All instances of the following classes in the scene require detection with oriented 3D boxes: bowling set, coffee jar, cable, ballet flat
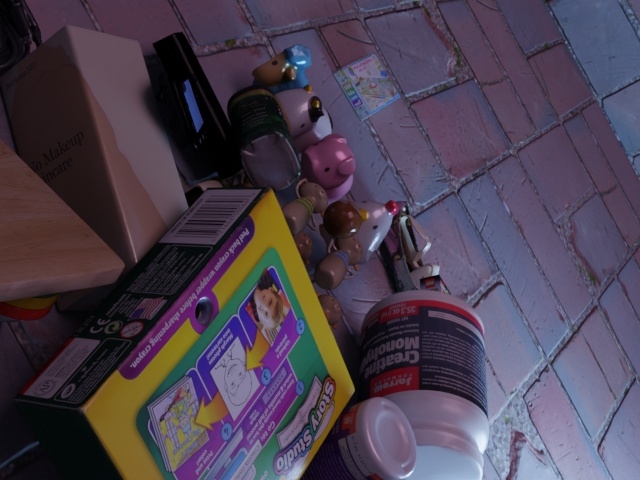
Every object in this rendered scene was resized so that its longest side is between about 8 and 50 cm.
[{"bbox_3d":[0.000,0.000,1.586,0.287,0.200,0.154,60,29,-10],"label":"bowling set"},{"bbox_3d":[-0.083,-0.150,1.577,0.184,0.079,0.096,-110,175,-57],"label":"coffee jar"},{"bbox_3d":[-0.426,-0.287,1.337,0.150,0.047,0.184,-32,96,-53],"label":"cable"},{"bbox_3d":[0.159,0.032,1.890,0.077,0.079,0.221,7,61,-56],"label":"ballet flat"}]

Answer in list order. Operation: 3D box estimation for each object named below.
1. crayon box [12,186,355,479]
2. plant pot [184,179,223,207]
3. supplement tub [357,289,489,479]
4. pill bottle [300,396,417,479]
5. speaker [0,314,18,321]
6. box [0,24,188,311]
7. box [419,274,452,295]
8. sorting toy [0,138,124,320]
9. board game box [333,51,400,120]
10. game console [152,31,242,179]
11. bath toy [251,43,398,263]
[{"bbox_3d":[-0.123,0.170,1.204,0.363,0.106,0.313,-53,133,-42],"label":"crayon box"},{"bbox_3d":[-0.157,-0.021,1.460,0.109,0.109,0.096,55,23,-10],"label":"plant pot"},{"bbox_3d":[0.151,0.227,1.622,0.191,0.191,0.272,39,38,-32],"label":"supplement tub"},{"bbox_3d":[0.016,0.278,1.388,0.108,0.193,0.108,36,40,-36],"label":"pill bottle"},{"bbox_3d":[-0.370,0.058,1.136,0.136,0.055,0.055,6,62,-54],"label":"speaker"},{"bbox_3d":[-0.263,-0.083,1.313,0.121,0.148,0.311,3,62,-54],"label":"box"},{"bbox_3d":[0.219,0.155,1.855,0.207,0.036,0.114,53,28,-53],"label":"box"},{"bbox_3d":[-0.372,-0.007,1.068,0.255,0.089,0.257,41,24,23],"label":"sorting toy"},{"bbox_3d":[0.091,-0.295,2.091,0.103,0.026,0.154,59,32,-4],"label":"board game box"},{"bbox_3d":[-0.166,-0.174,1.474,0.213,0.044,0.361,63,4,-12],"label":"game console"},{"bbox_3d":[0.008,-0.130,1.709,0.151,0.129,0.348,3,56,-58],"label":"bath toy"}]
